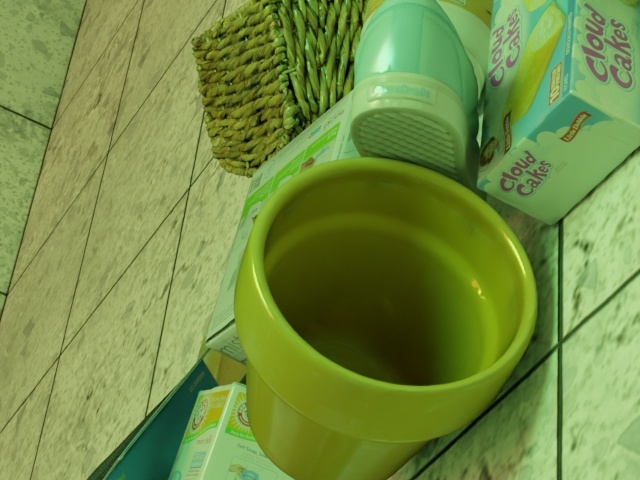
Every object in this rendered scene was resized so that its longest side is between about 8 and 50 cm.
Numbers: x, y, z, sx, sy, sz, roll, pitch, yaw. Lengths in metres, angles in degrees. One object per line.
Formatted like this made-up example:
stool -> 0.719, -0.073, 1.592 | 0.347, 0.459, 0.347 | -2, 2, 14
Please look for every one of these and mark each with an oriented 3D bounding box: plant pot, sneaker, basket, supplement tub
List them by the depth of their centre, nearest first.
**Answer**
plant pot -> 0.037, 0.094, 1.684 | 0.239, 0.254, 0.254 | 112, 170, -51
sneaker -> 0.098, -0.116, 1.768 | 0.366, 0.135, 0.150 | 88, -169, -72
supplement tub -> 0.120, -0.238, 1.993 | 0.144, 0.144, 0.200 | -42, 30, 51
plant pot -> -0.089, 0.108, 2.323 | 0.236, 0.032, 0.236 | -53, 23, 33
basket -> -0.002, -0.196, 2.370 | 0.299, 0.223, 0.214 | -19, 82, 66

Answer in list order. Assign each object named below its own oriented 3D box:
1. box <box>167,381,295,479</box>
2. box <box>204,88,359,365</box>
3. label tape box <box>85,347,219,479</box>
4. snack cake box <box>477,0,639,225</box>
box -> -0.099, 0.266, 2.032 | 0.114, 0.103, 0.203 | -19, 49, 65
box -> 0.000, 0.000, 2.057 | 0.262, 0.126, 0.231 | -36, 35, 56
label tape box -> -0.201, 0.282, 2.174 | 0.334, 0.106, 0.241 | -46, 4, 45
snack cake box -> 0.223, -0.166, 1.707 | 0.152, 0.089, 0.264 | -46, 27, 44
